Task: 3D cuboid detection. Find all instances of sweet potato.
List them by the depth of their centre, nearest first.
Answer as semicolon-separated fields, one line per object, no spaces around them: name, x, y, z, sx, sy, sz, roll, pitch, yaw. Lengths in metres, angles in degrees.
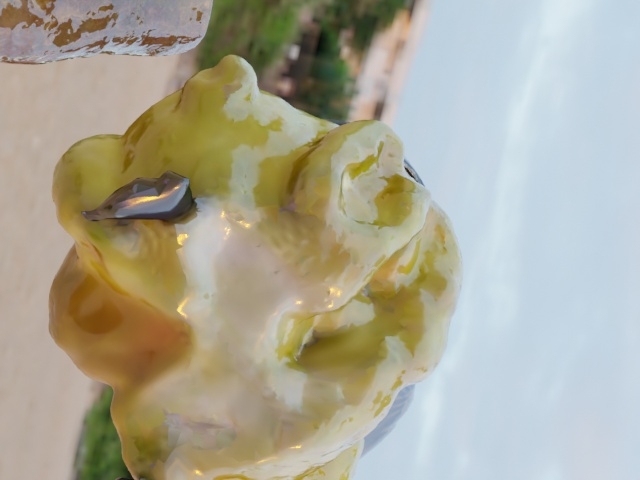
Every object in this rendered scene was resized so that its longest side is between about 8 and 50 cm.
sweet potato;-0.239;-0.217;1.551;0.131;0.337;0.131;9;-77;42

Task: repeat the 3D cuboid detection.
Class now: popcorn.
popcorn;-0.057;0.027;1.254;0.315;0.297;0.281;-59;177;31

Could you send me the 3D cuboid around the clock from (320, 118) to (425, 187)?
clock;0.000;0.000;1.571;0.042;0.215;0.214;-132;-126;-66

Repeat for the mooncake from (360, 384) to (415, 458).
mooncake;-0.033;0.175;1.983;0.141;0.283;0.283;56;-30;23
